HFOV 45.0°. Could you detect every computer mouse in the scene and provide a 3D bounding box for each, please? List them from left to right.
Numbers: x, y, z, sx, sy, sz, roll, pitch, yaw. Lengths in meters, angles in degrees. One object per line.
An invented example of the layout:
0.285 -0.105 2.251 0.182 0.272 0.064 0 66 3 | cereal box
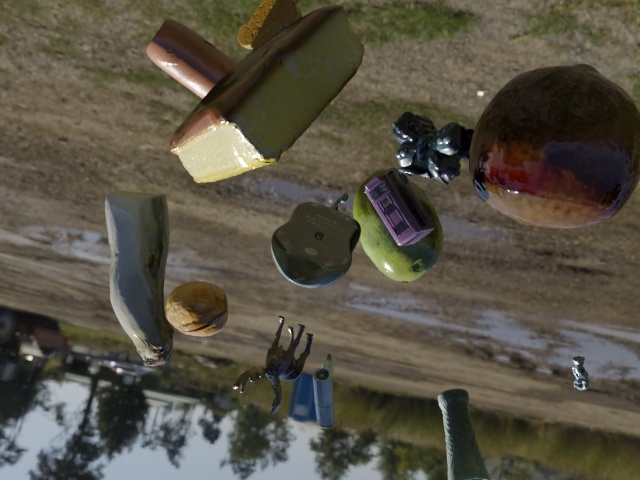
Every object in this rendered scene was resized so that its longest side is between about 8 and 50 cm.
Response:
0.000 0.000 1.604 0.167 0.379 0.090 26 123 5 | computer mouse

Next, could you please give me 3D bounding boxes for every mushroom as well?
-0.398 0.086 1.743 0.126 0.397 0.177 -3 175 22 | mushroom

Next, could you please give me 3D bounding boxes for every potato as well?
0.200 -0.039 2.019 0.216 0.304 0.216 -19 150 -12 | potato

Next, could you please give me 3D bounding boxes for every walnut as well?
-0.301 0.166 1.898 0.180 0.144 0.144 2 163 42 | walnut

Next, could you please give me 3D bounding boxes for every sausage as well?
-0.268 -0.402 1.851 0.304 0.121 0.121 35 163 -8 | sausage

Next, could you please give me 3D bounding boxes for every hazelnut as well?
0.572 -0.225 1.876 0.421 0.421 0.352 0 -170 44 | hazelnut

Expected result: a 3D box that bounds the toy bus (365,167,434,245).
0.180 -0.080 1.798 0.087 0.178 0.098 -39 165 32 | toy bus

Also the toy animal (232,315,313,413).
-0.082 0.252 1.550 0.093 0.186 0.214 20 167 20 | toy animal

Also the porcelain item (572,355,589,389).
0.602 0.310 1.789 0.036 0.083 0.028 -7 -165 10 | porcelain item

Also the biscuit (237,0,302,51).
-0.090 -0.497 1.668 0.035 0.158 0.240 3 133 -47 | biscuit

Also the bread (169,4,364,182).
-0.108 -0.267 1.454 0.143 0.323 0.333 48 155 -19 | bread

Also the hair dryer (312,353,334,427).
0.011 0.290 1.697 0.044 0.183 0.155 1 130 3 | hair dryer

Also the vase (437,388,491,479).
0.323 0.454 1.778 0.096 0.219 0.096 -4 146 -3 | vase

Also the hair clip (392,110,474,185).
0.365 -0.295 2.522 0.194 0.206 0.310 12 -170 -38 | hair clip
